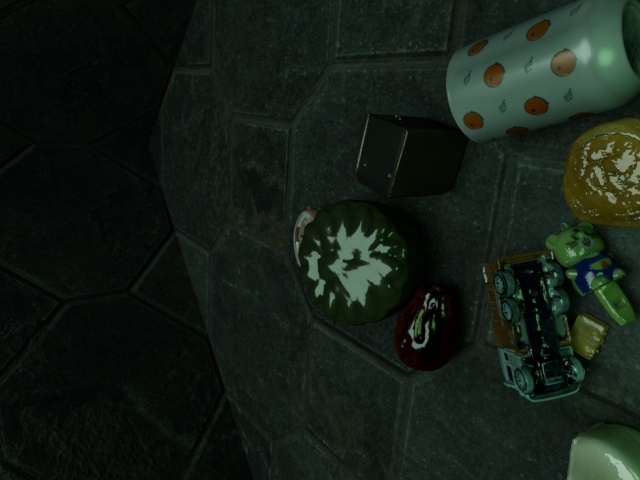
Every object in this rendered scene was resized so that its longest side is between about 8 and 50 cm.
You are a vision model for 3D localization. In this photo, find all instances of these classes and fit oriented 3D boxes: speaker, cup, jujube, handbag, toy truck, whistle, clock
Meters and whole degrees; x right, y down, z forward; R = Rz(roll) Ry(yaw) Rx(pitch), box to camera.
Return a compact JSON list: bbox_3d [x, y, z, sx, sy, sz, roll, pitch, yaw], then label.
[{"bbox_3d":[0.226,-0.217,1.215,0.153,0.231,0.192,37,124,44],"label":"speaker"},{"bbox_3d":[0.436,-0.324,0.932,0.317,0.212,0.212,-4,93,53],"label":"cup"},{"bbox_3d":[0.283,0.228,1.285,0.168,0.168,0.236,26,114,48],"label":"jujube"},{"bbox_3d":[0.559,0.201,1.014,0.061,0.027,0.083,36,123,45],"label":"handbag"},{"bbox_3d":[0.446,0.180,1.057,0.162,0.136,0.305,139,121,-83],"label":"toy truck"},{"bbox_3d":[0.539,0.060,0.955,0.085,0.105,0.227,76,172,-66],"label":"whistle"},{"bbox_3d":[0.000,0.000,1.651,0.241,0.142,0.227,30,117,58],"label":"clock"}]

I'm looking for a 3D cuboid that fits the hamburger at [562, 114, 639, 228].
[{"bbox_3d":[0.559,-0.125,0.898,0.214,0.108,0.213,22,118,48],"label":"hamburger"}]

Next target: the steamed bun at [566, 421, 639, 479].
[{"bbox_3d":[0.583,0.493,0.931,0.164,0.146,0.241,15,109,56],"label":"steamed bun"}]

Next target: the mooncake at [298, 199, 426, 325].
[{"bbox_3d":[0.107,0.059,1.369,0.357,0.194,0.356,-1,89,30],"label":"mooncake"}]
